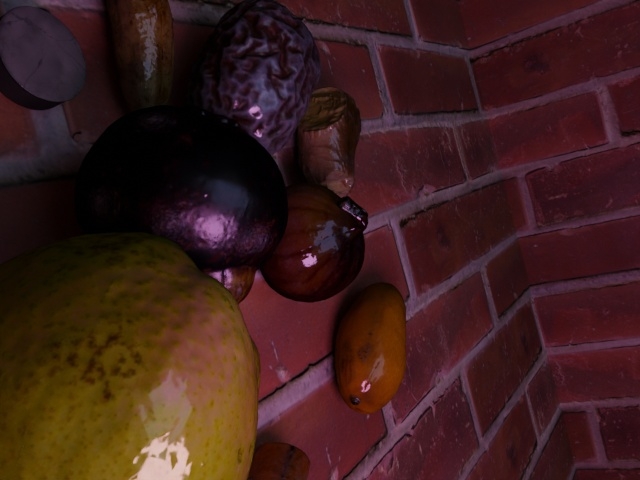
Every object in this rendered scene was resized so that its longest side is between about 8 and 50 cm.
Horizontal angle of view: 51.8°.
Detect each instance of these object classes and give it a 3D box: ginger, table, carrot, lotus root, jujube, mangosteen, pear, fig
[{"bbox_3d":[0.025,-0.205,1.455,0.275,0.130,0.221,-65,142,-46],"label":"ginger"},{"bbox_3d":[-0.390,-0.248,0.903,0.133,0.043,0.133,27,57,-51],"label":"table"},{"bbox_3d":[-0.092,0.476,1.030,0.138,0.139,0.301,54,29,-32],"label":"carrot"},{"bbox_3d":[-0.281,-0.320,1.052,0.110,0.097,0.258,-7,89,-60],"label":"lotus root"},{"bbox_3d":[-0.120,-0.287,1.188,0.226,0.226,0.316,50,46,-35],"label":"jujube"},{"bbox_3d":[-0.198,-0.036,0.932,0.297,0.313,0.296,18,34,-12],"label":"mangosteen"},{"bbox_3d":[-0.230,0.171,0.693,0.391,0.391,0.390,26,58,-51],"label":"pear"},{"bbox_3d":[-0.014,0.007,1.255,0.235,0.215,0.234,6,90,-76],"label":"fig"}]

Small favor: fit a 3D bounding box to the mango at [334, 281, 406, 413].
[{"bbox_3d":[0.114,0.216,1.426,0.359,0.144,0.186,-74,150,-46],"label":"mango"}]
